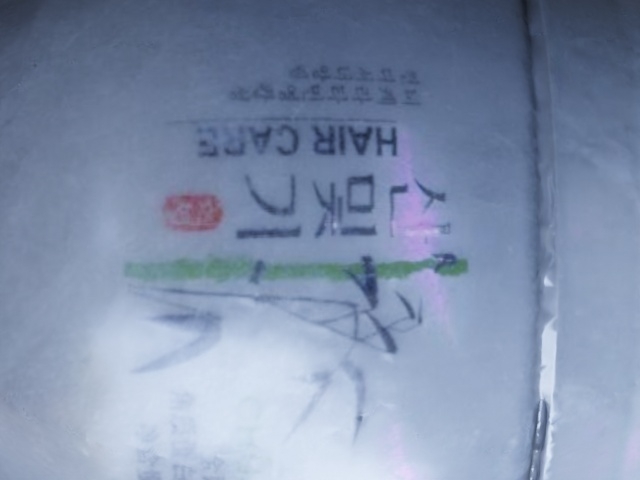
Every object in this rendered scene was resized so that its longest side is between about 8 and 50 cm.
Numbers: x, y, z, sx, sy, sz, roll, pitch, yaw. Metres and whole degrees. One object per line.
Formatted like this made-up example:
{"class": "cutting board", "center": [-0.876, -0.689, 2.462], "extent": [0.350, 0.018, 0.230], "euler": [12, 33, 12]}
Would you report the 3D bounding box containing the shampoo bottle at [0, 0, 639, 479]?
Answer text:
{"class": "shampoo bottle", "center": [0.000, 0.000, 0.687], "extent": [0.266, 0.273, 0.273], "euler": [-1, 134, -1]}
